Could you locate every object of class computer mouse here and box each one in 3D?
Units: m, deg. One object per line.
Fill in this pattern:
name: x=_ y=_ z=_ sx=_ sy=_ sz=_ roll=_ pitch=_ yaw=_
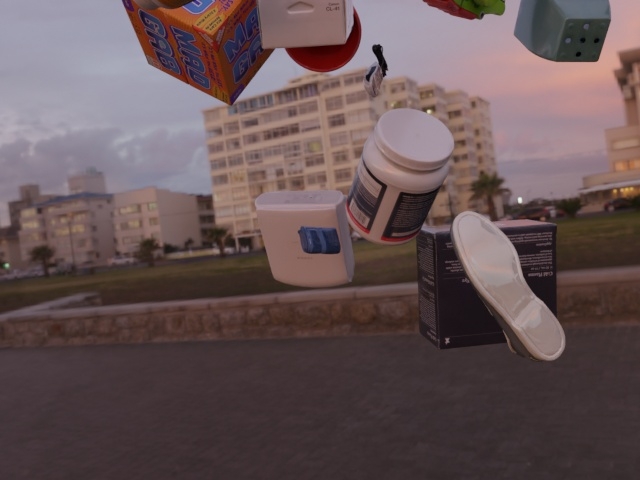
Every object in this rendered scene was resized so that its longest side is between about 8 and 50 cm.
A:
computer mouse: x=0.163 y=-0.510 z=1.909 sx=0.042 sy=0.106 sz=0.193 roll=0 pitch=45 yaw=24

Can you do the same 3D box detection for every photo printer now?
photo printer: x=-0.037 y=0.007 z=1.789 sx=0.256 sy=0.307 sz=0.107 roll=1 pitch=37 yaw=16

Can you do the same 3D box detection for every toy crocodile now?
toy crocodile: x=0.217 y=-0.434 z=1.057 sx=0.115 sy=0.105 sz=0.340 roll=28 pitch=18 yaw=33

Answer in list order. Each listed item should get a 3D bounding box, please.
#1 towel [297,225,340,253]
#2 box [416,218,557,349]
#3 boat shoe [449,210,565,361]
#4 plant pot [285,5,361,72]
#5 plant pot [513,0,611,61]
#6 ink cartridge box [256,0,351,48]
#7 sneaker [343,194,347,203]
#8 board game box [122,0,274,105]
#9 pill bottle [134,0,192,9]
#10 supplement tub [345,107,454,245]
towel: x=0.000 y=0.000 z=1.474 sx=0.029 sy=0.067 sz=0.119 roll=-28 pitch=-20 yaw=37
box: x=0.451 y=0.111 z=1.710 sx=0.343 sy=0.312 sz=0.179 roll=-4 pitch=6 yaw=-8
boat shoe: x=0.333 y=0.093 z=1.182 sx=0.116 sy=0.319 sz=0.099 roll=-35 pitch=0 yaw=-23
plant pot: x=0.006 y=-0.743 z=2.108 sx=0.275 sy=0.275 sz=0.243 roll=-7 pitch=37 yaw=8
plant pot: x=0.592 y=-0.527 z=1.497 sx=0.165 sy=0.166 sz=0.234 roll=0 pitch=39 yaw=-1
ink cartridge box: x=-0.032 y=-0.603 z=1.666 sx=0.226 sy=0.131 sz=0.306 roll=-1 pitch=26 yaw=8
sneaker: x=0.014 y=-0.085 z=1.891 sx=0.083 sy=0.071 sz=0.190 roll=-15 pitch=-12 yaw=-47
board game box: x=-0.365 y=-0.739 z=2.029 sx=0.356 sy=0.356 sz=0.356 roll=29 pitch=-19 yaw=12
pill bottle: x=-0.307 y=-0.582 z=1.342 sx=0.245 sy=0.136 sz=0.136 roll=-4 pitch=2 yaw=39
supplement tub: x=0.172 y=-0.136 z=1.390 sx=0.191 sy=0.191 sz=0.272 roll=-7 pitch=-37 yaw=-20
